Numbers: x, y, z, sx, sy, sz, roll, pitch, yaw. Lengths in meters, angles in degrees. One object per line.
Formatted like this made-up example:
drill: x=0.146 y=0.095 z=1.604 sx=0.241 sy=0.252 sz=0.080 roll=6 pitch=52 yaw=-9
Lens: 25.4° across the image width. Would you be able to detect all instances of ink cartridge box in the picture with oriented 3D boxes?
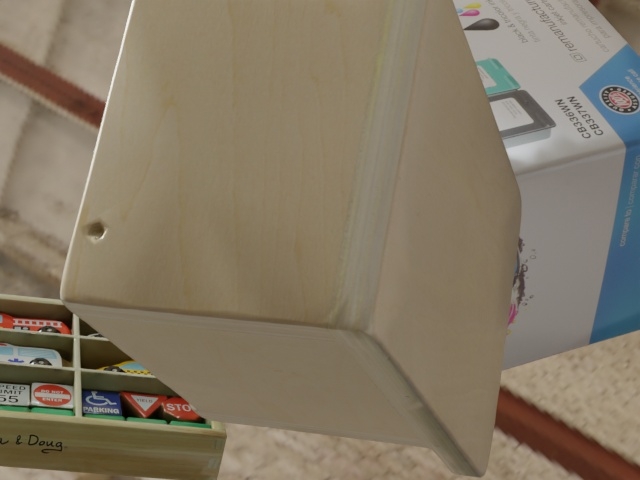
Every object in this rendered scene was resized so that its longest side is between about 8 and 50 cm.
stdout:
ink cartridge box: x=0.089 y=-0.033 z=1.007 sx=0.197 sy=0.270 sz=0.198 roll=91 pitch=-22 yaw=-44

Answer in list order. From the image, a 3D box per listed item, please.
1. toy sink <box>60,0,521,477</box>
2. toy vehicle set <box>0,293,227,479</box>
toy sink: x=0.000 y=0.000 z=0.619 sx=0.131 sy=0.234 sz=0.152 roll=4 pitch=-110 yaw=19
toy vehicle set: x=-0.201 y=0.087 z=0.914 sx=0.267 sy=0.166 sz=0.035 roll=7 pitch=-68 yaw=-14
